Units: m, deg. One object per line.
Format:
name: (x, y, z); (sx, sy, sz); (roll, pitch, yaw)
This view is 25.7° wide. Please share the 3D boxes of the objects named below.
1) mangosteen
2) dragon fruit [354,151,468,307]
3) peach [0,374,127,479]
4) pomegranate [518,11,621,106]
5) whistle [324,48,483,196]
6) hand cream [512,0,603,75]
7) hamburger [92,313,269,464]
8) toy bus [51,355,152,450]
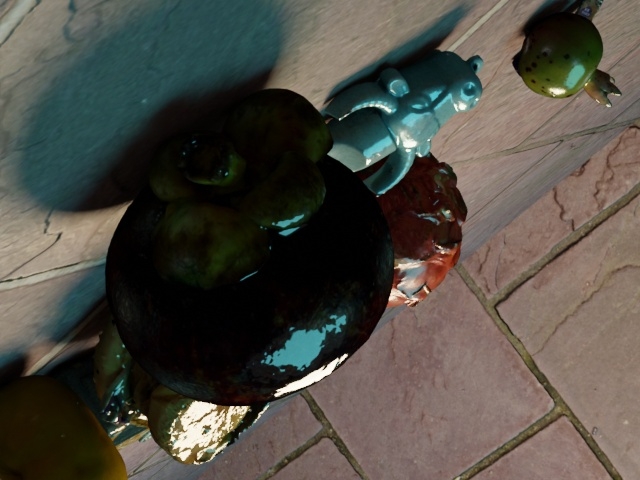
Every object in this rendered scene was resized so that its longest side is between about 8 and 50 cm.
mangosteen: (-0.078, 0.018, 1.507); (0.330, 0.330, 0.330); (-34, 169, -7)
dragon fruit: (0.103, -0.017, 2.072); (0.241, 0.241, 0.252); (-30, -177, -29)
peach: (-0.369, 0.300, 1.906); (0.153, 0.251, 0.251); (-32, 169, -37)
pomegranate: (0.365, -0.264, 2.022); (0.159, 0.129, 0.129); (8, 154, -15)
whistle: (0.089, -0.157, 1.775); (0.274, 0.093, 0.186); (-33, 143, -1)
hand cream: (0.357, -0.307, 2.101); (0.163, 0.039, 0.062); (-43, 152, 24)
hamburger: (-0.163, 0.145, 1.919); (0.318, 0.195, 0.277); (-51, 156, 4)
toy bus: (-0.312, 0.243, 2.128); (0.167, 0.138, 0.275); (-45, 168, 35)
